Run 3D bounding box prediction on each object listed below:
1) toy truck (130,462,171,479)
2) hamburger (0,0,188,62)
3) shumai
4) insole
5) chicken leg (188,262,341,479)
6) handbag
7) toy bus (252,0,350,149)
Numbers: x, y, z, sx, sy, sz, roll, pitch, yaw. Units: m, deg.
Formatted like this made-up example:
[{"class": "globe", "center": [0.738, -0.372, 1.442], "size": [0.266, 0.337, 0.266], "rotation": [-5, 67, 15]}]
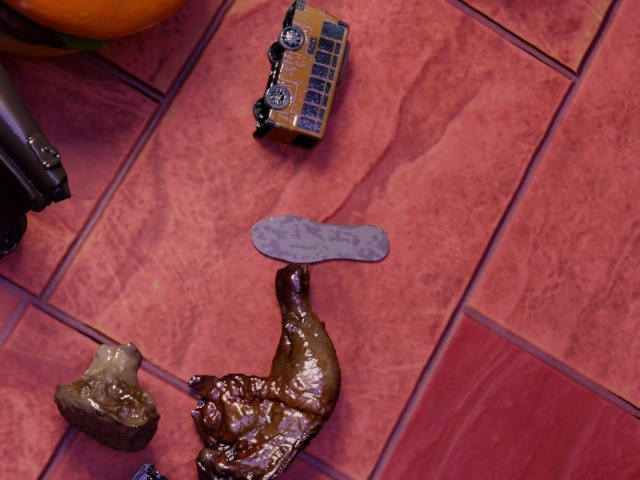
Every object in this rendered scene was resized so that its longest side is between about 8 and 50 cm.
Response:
[{"class": "toy truck", "center": [-0.180, 0.341, 1.517], "size": [0.147, 0.079, 0.065], "rotation": [40, 75, -4]}, {"class": "hamburger", "center": [-0.302, -0.419, 1.466], "size": [0.396, 0.277, 0.396], "rotation": [3, 85, -39]}, {"class": "shumai", "center": [-0.253, 0.187, 1.507], "size": [0.145, 0.145, 0.116], "rotation": [29, 65, -7]}, {"class": "insole", "center": [0.000, 0.000, 1.662], "size": [0.193, 0.006, 0.065], "rotation": [2, 79, -14]}, {"class": "chicken leg", "center": [-0.065, 0.189, 1.578], "size": [0.177, 0.083, 0.322], "rotation": [35, 76, 10]}, {"class": "handbag", "center": [-0.419, -0.110, 1.447], "size": [0.257, 0.285, 0.113], "rotation": [51, 48, -3]}, {"class": "toy bus", "center": [-0.023, -0.223, 1.655], "size": [0.103, 0.091, 0.182], "rotation": [16, 78, -12]}]
